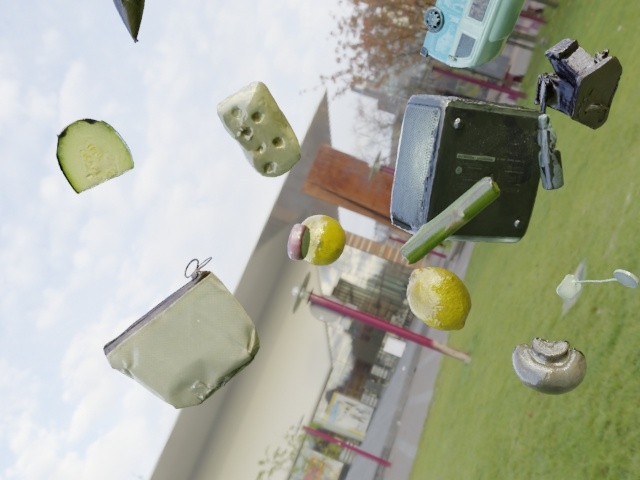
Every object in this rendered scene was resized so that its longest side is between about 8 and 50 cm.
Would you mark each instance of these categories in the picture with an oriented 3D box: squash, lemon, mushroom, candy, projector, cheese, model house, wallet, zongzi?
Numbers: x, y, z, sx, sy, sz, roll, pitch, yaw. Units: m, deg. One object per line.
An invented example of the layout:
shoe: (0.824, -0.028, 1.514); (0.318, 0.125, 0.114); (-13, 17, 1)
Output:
squash: (-0.647, -0.250, 1.634); (0.192, 0.085, 0.184); (-28, -70, -19)
lemon: (0.410, 0.201, 2.022); (0.204, 0.260, 0.204); (-36, -18, -14)
mushroom: (0.606, 0.345, 1.537); (0.141, 0.188, 0.117); (75, -158, -44)
candy: (-0.059, 0.005, 1.611); (0.103, 0.043, 0.103); (9, -90, -77)
projector: (0.439, -0.211, 1.719); (0.242, 0.395, 0.405); (-142, 57, -63)
cheese: (-0.161, -0.290, 1.574); (0.263, 0.159, 0.093); (55, -158, -32)
model house: (0.590, -0.373, 1.353); (0.203, 0.141, 0.164); (88, 161, -47)
wallet: (-0.301, 0.231, 1.331); (0.335, 0.275, 0.068); (-39, 13, 3)
lemon: (0.000, 0.000, 1.994); (0.203, 0.178, 0.178); (-30, -40, -85)
zongzi: (-0.562, -0.733, 1.680); (0.221, 0.112, 0.242); (142, 123, -77)

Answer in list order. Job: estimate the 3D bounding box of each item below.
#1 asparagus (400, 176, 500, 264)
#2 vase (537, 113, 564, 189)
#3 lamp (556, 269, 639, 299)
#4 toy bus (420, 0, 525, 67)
asparagus: (0.305, -0.045, 1.373); (0.278, 0.060, 0.067); (-40, 41, 20)
vase: (0.629, -0.245, 1.598); (0.060, 0.060, 0.211); (-55, -47, -56)
lamp: (0.591, 0.097, 1.242); (0.056, 0.050, 0.198); (-49, 6, -15)
toy bus: (0.326, -0.486, 1.193); (0.133, 0.165, 0.271); (-29, -32, -33)
